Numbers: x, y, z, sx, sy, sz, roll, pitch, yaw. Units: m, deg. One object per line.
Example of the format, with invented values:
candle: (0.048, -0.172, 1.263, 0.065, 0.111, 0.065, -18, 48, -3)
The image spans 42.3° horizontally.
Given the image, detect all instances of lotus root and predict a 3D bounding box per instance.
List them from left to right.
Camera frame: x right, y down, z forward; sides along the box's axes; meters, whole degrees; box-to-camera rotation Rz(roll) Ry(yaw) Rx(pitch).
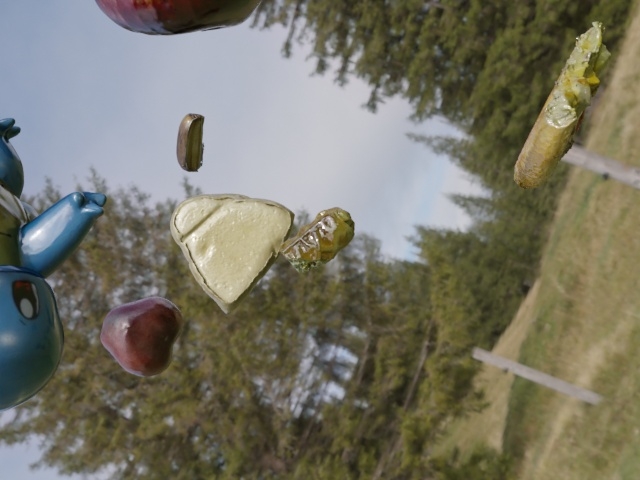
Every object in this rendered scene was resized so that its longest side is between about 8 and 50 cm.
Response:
lotus root: (-0.179, -0.131, 1.115, 0.037, 0.030, 0.083, -29, -45, -48)

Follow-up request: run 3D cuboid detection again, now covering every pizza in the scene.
pizza: (0.404, -0.228, 1.326, 0.288, 0.075, 0.280, -63, -9, -5)

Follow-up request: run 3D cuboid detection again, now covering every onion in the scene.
onion: (-0.180, -0.396, 1.047, 0.273, 0.273, 0.285, -60, -32, -38)

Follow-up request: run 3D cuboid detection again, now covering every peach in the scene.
peach: (-0.330, 0.176, 1.533, 0.152, 0.152, 0.152, 21, -90, -78)

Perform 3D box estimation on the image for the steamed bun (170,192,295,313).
steamed bun: (-0.182, -0.007, 1.604, 0.231, 0.212, 0.110, -51, -2, -10)

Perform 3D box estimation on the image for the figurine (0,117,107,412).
figurine: (-0.401, 0.004, 0.848, 0.297, 0.416, 0.243, -7, -68, -37)

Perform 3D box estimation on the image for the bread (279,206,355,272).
bread: (0.000, 0.000, 1.146, 0.110, 0.066, 0.060, -39, -54, 4)
